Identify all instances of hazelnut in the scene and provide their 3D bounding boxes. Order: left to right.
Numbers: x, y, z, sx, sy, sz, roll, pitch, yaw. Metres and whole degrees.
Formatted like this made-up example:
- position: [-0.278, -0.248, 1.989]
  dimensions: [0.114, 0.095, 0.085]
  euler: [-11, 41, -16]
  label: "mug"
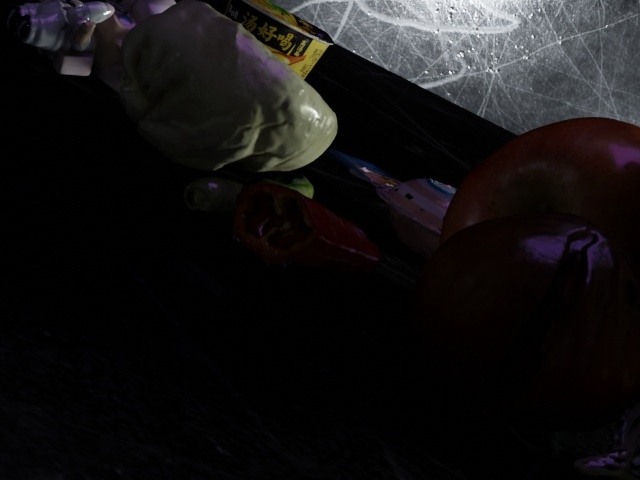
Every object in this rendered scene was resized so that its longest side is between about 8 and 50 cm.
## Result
- position: [0.173, 0.059, 1.396]
  dimensions: [0.204, 0.178, 0.178]
  euler: [29, 10, -8]
  label: "hazelnut"

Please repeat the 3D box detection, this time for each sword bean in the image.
- position: [-0.058, -0.042, 1.636]
  dimensions: [0.043, 0.038, 0.269]
  euler: [19, 7, 17]
  label: "sword bean"

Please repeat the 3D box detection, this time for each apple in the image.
- position: [0.240, 0.011, 1.609]
  dimensions: [0.242, 0.242, 0.241]
  euler: [35, 9, 33]
  label: "apple"

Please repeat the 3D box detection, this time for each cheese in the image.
- position: [0.116, -0.029, 1.928]
  dimensions: [0.189, 0.074, 0.286]
  euler: [20, 12, -45]
  label: "cheese"

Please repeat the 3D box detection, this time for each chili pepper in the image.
- position: [0.004, 0.000, 1.544]
  dimensions: [0.088, 0.065, 0.169]
  euler: [36, 9, 33]
  label: "chili pepper"

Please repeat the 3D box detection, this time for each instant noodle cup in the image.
- position: [-0.074, -0.239, 2.305]
  dimensions: [0.151, 0.122, 0.151]
  euler: [27, 9, -4]
  label: "instant noodle cup"

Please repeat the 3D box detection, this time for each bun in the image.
- position: [-0.100, -0.134, 1.702]
  dimensions: [0.229, 0.145, 0.229]
  euler: [43, -1, 1]
  label: "bun"

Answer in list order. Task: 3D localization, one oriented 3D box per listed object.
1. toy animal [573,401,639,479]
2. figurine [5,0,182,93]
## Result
- position: [0.256, 0.155, 1.354]
  dimensions: [0.137, 0.098, 0.098]
  euler: [21, 13, -34]
  label: "toy animal"
- position: [-0.210, -0.204, 1.843]
  dimensions: [0.229, 0.112, 0.137]
  euler: [4, 15, -35]
  label: "figurine"
